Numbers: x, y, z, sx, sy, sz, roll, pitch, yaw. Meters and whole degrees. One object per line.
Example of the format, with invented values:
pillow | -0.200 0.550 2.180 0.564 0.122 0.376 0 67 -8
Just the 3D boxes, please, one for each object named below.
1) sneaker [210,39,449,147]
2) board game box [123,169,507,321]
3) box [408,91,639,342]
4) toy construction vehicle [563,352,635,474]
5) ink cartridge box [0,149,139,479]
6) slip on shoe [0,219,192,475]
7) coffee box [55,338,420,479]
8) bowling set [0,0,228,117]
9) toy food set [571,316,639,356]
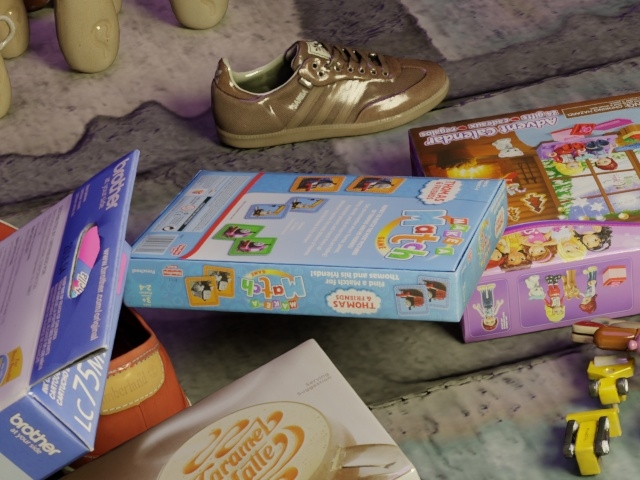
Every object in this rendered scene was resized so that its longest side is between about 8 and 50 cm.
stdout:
sneaker | 0.008 -0.122 1.529 0.188 0.071 0.066 -13 33 -8
board game box | 0.000 0.000 1.246 0.211 0.039 0.160 1 22 16
box | 0.220 -0.031 1.359 0.293 0.057 0.201 -10 33 -3
toy construction vehicle | 0.193 0.105 1.186 0.086 0.035 0.098 -9 29 18
ink cartridge box | -0.211 0.091 1.119 0.311 0.065 0.186 -34 28 23
slip on shoe | -0.186 0.048 1.283 0.123 0.101 0.331 -25 35 -22
coffee box | -0.070 0.174 1.014 0.246 0.098 0.141 -28 32 -8
bowling set | -0.239 -0.237 1.681 0.287 0.154 0.200 -29 39 -30
toy food set | 0.204 0.058 1.218 0.122 0.019 0.078 10 13 43
